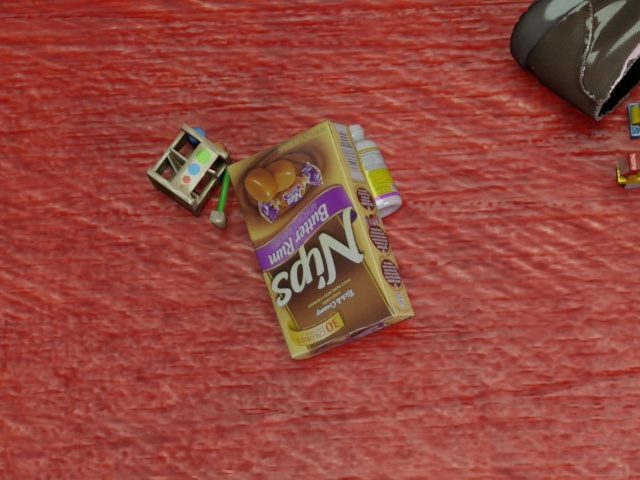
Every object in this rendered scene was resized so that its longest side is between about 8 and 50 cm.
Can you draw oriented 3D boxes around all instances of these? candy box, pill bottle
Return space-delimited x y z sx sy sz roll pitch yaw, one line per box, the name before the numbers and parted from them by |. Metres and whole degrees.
candy box | 0.000 0.000 1.616 0.109 0.053 0.186 -24 79 22
pill bottle | 0.039 -0.062 1.653 0.043 0.043 0.083 -24 76 -1

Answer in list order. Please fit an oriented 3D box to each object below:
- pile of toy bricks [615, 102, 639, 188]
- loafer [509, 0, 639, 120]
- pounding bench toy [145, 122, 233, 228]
pile of toy bricks | 0.367 -0.109 1.607 0.212 0.105 0.118 -4 77 3
loafer | 0.352 -0.224 1.626 0.366 0.134 0.130 -33 73 7
pounding bench toy | -0.104 -0.058 1.659 0.083 0.052 0.065 35 82 11
